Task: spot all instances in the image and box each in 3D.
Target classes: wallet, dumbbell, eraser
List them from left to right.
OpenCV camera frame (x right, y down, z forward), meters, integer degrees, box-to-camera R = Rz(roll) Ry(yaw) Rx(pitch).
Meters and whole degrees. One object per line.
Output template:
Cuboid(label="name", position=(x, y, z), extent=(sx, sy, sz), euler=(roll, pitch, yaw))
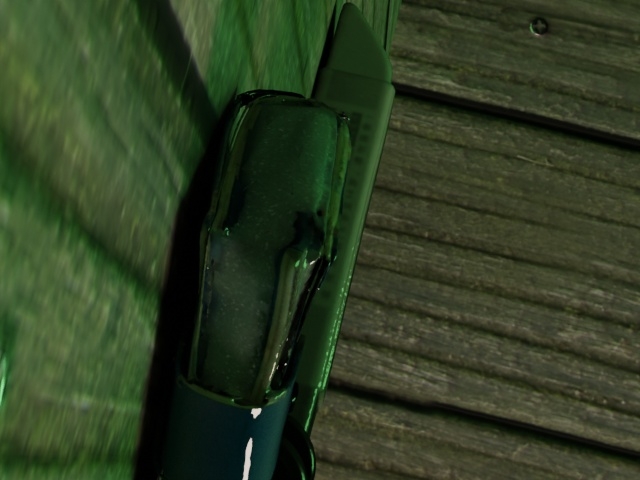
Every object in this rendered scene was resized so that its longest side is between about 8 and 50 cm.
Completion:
Cuboid(label="wallet", position=(-0.035, 0.048, 0.735), extent=(0.141, 0.059, 0.202), euler=(-85, -172, -59))
Cuboid(label="dumbbell", position=(-0.039, 0.131, 0.940), extent=(0.147, 0.069, 0.069), euler=(-43, 146, -83))
Cuboid(label="eraser", position=(0.000, 0.000, 1.213), extent=(0.089, 0.061, 0.351), euler=(99, 5, -71))
